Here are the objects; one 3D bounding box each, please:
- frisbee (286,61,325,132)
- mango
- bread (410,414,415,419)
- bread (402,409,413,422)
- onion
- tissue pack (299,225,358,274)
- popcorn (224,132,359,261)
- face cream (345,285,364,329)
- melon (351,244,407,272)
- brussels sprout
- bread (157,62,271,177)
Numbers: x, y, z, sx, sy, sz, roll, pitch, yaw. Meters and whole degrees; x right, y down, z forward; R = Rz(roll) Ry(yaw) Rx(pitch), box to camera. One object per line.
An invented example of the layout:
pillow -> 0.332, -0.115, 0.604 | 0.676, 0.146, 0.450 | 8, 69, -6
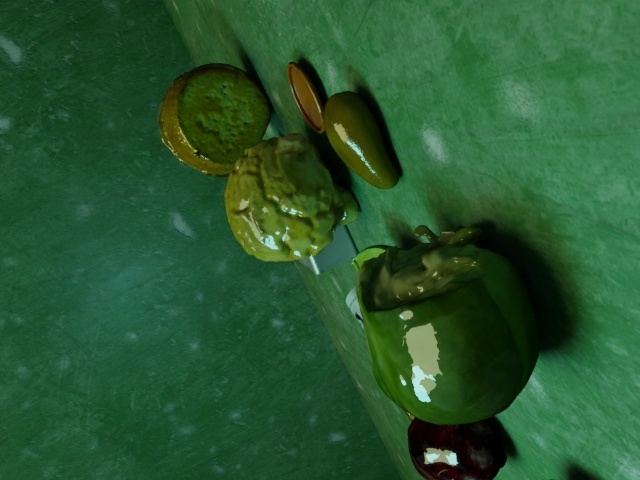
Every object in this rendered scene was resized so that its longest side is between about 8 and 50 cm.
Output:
frisbee -> -0.028, -0.365, 1.401 | 0.192, 0.035, 0.192 | 59, 169, 18
mango -> 0.084, -0.203, 1.148 | 0.227, 0.099, 0.136 | 55, 164, -14
bread -> 0.323, 0.486, 1.726 | 0.380, 0.109, 0.185 | 62, 165, -10
bread -> 0.328, 0.558, 1.885 | 0.187, 0.103, 0.065 | 60, 170, 19
onion -> 0.354, 0.533, 1.435 | 0.221, 0.281, 0.281 | 19, 178, -14
tissue pack -> -0.001, 0.000, 1.876 | 0.136, 0.159, 0.246 | 66, 169, -14
popcorn -> -0.112, -0.114, 1.558 | 0.390, 0.354, 0.344 | -8, 118, 31
face cream -> 0.224, 0.276, 1.547 | 0.370, 0.145, 0.145 | 55, 168, 32
melon -> 0.208, 0.102, 1.291 | 0.265, 0.129, 0.169 | 61, 148, 21
brussels sprout -> 0.207, 0.148, 0.959 | 0.371, 0.276, 0.315 | 39, 152, 65
bread -> -0.354, -0.423, 1.889 | 0.215, 0.398, 0.398 | 2, 121, 62
